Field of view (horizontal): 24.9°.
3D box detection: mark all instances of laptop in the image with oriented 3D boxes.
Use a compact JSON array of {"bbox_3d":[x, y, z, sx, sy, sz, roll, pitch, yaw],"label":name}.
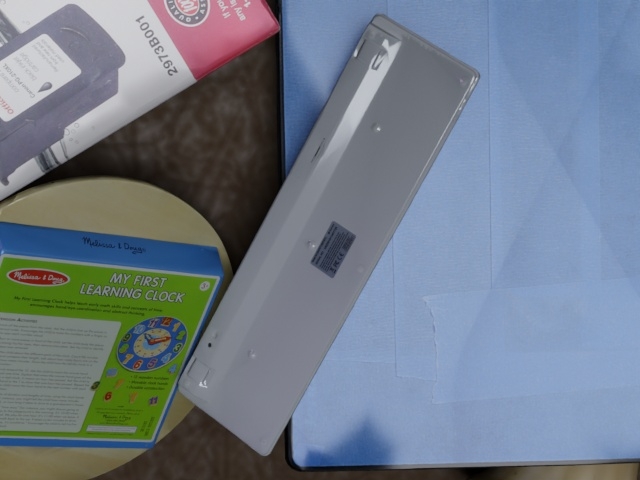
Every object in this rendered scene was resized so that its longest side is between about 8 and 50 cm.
[{"bbox_3d":[0.190,-0.054,0.745,0.236,0.408,0.381,-3,93,-36],"label":"laptop"}]

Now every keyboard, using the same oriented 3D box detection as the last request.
[{"bbox_3d":[0.000,0.000,0.822,0.072,0.014,0.256,33,106,15],"label":"keyboard"}]

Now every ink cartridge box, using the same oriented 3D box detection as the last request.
[{"bbox_3d":[-0.170,-0.129,0.777,0.237,0.100,0.172,-32,108,-2],"label":"ink cartridge box"}]

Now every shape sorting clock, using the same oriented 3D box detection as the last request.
[{"bbox_3d":[-0.144,0.055,0.839,0.206,0.040,0.206,-16,128,-22],"label":"shape sorting clock"}]

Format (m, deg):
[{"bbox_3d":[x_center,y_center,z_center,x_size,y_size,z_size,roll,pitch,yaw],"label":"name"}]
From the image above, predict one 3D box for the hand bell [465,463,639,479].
[{"bbox_3d":[0.189,0.068,0.918,0.126,0.126,0.242,22,86,-16],"label":"hand bell"}]
